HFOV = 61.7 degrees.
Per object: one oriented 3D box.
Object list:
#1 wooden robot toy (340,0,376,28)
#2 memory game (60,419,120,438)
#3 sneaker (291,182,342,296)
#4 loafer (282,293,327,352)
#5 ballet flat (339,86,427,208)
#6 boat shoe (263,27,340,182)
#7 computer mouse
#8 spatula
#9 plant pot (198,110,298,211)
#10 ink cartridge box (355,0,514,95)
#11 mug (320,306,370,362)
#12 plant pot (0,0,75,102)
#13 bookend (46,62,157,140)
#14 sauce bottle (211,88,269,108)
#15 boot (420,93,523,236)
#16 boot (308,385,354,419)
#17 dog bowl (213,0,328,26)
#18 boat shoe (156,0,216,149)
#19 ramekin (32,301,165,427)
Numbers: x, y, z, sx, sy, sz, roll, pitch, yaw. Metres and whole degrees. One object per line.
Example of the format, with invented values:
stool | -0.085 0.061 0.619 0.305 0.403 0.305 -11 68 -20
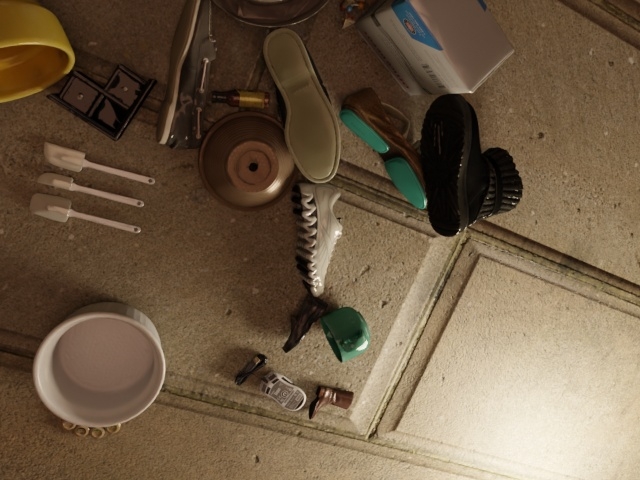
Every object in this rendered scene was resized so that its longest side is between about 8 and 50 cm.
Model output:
wooden robot toy | 0.092 -0.553 1.194 0.079 0.076 0.173 7 89 -14
memory game | -0.569 0.418 1.350 0.186 0.012 0.186 -3 106 -12
sneaker | 0.000 0.000 1.322 0.118 0.110 0.292 -8 108 -20
loafer | -0.053 0.216 1.396 0.061 0.062 0.170 37 91 2
ballet flat | 0.189 -0.234 1.306 0.342 0.116 0.124 46 73 -16
boat shoe | -0.036 -0.302 1.220 0.127 0.113 0.340 -21 103 12
computer mouse | -0.125 0.387 1.432 0.193 0.042 0.106 39 89 -14
spatula | -0.514 -0.107 1.214 0.242 0.019 0.168 15 96 -18
plant pot | -0.159 -0.174 1.228 0.237 0.110 0.237 -4 107 -12
ink cartridge box | 0.227 -0.435 1.139 0.129 0.307 0.223 -44 110 -1
mug | 0.076 0.244 1.376 0.097 0.157 0.129 -24 134 -12
plant pot | -0.630 -0.412 0.991 0.254 0.254 0.239 -25 94 -5
bookend | -0.457 -0.321 1.135 0.156 0.072 0.157 34 95 -19
sauce bottle | -0.181 -0.322 1.215 0.128 0.042 0.042 1 105 -15
boot | 0.371 -0.197 1.283 0.260 0.131 0.348 -23 123 -30
boot | 0.033 0.461 1.493 0.114 0.037 0.106 17 103 -22
dog bowl | -0.118 -0.623 1.114 0.349 0.102 0.348 -3 107 -12
boat shoe | -0.274 -0.359 1.158 0.096 0.112 0.335 8 110 -33
ramekin | -0.504 0.278 1.254 0.277 0.135 0.277 -3 103 -13
